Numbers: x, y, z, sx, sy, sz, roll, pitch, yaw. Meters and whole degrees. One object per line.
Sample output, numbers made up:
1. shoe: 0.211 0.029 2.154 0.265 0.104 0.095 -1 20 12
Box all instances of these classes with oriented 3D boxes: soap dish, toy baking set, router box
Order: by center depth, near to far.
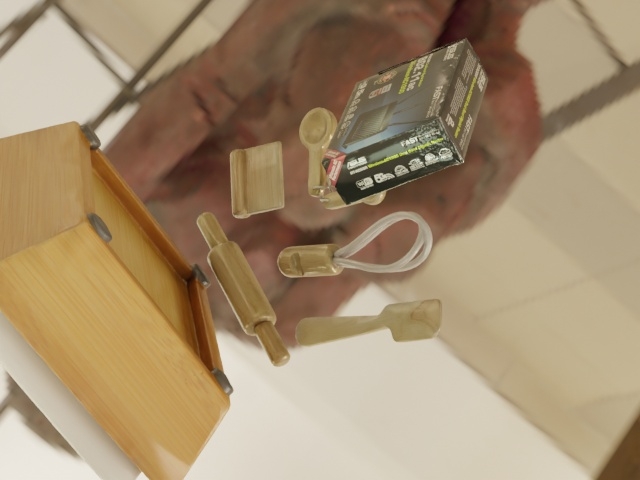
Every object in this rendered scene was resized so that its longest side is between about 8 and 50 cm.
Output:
1. router box: 0.059 -0.082 1.185 0.092 0.122 0.038 -20 116 25
2. soap dish: -0.175 0.040 1.351 0.229 0.118 0.291 53 -175 -22
3. toy baking set: -0.005 0.003 1.414 0.030 0.197 0.256 16 -139 -50
